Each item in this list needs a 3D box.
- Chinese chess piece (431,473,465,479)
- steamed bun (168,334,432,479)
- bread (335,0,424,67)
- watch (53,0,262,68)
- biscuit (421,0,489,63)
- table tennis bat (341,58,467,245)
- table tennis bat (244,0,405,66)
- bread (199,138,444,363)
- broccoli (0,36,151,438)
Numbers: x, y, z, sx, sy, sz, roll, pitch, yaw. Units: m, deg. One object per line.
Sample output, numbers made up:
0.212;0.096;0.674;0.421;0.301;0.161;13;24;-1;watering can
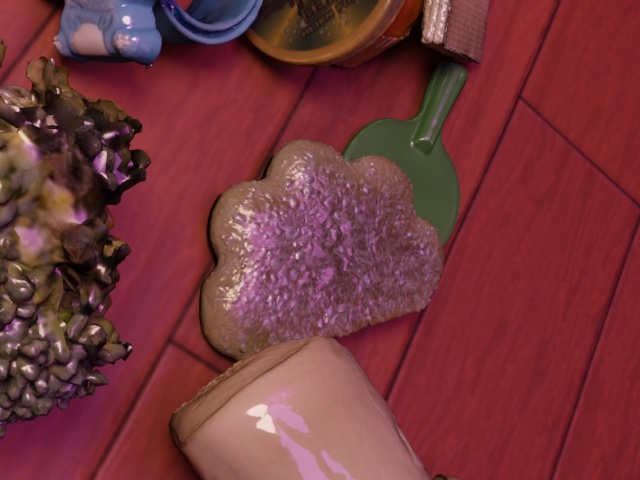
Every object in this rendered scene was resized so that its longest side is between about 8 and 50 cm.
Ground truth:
0.121;0.297;0.955;0.051;0.122;0.122;25;69;-7;Chinese chess piece
-0.004;0.195;0.823;0.170;0.200;0.225;-38;90;-20;steamed bun
0.054;-0.288;1.019;0.132;0.114;0.190;30;62;-22;bread
-0.140;-0.252;0.863;0.193;0.211;0.211;-13;89;-51;watch
0.151;-0.260;1.037;0.199;0.040;0.121;-12;113;-70;biscuit
0.103;-0.091;1.060;0.160;0.039;0.257;33;72;-23;table tennis bat
-0.025;-0.321;0.953;0.050;0.198;0.321;10;54;-64;table tennis bat
0.000;0.000;0.954;0.286;0.056;0.207;-20;98;-29;bread
-0.283;-0.019;0.653;0.334;0.324;0.272;-1;62;-7;broccoli
